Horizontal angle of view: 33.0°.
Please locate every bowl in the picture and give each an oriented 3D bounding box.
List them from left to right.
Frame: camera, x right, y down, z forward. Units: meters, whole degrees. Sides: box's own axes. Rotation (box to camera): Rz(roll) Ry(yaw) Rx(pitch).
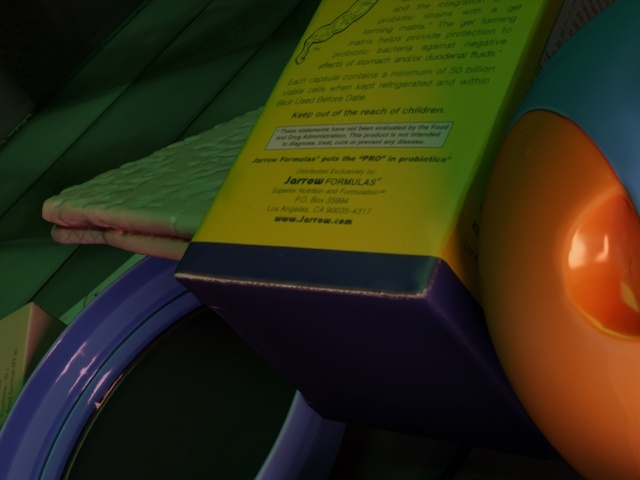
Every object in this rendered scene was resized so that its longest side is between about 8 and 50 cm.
[{"bbox_3d":[-0.138,0.164,0.921,0.391,0.077,0.391,-29,37,25],"label":"bowl"}]

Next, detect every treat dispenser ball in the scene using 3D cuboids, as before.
[{"bbox_3d":[0.220,0.006,0.514,0.288,0.288,0.288,-31,26,17],"label":"treat dispenser ball"}]

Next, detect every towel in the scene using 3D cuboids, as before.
[{"bbox_3d":[-0.039,-0.060,0.985,0.317,0.053,0.332,7,27,44],"label":"towel"}]

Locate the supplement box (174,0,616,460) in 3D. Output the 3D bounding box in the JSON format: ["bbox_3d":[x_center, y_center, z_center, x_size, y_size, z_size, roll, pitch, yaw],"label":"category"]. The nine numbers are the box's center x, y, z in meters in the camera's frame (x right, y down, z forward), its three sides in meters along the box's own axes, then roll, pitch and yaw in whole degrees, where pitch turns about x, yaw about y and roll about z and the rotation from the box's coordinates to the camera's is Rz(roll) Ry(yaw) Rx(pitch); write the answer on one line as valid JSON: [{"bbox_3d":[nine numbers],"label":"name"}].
[{"bbox_3d":[0.095,-0.064,0.739,0.195,0.194,0.357,3,56,39],"label":"supplement box"}]

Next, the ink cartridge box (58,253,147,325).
[{"bbox_3d":[-0.236,0.112,1.250,0.189,0.066,0.232,-39,21,0],"label":"ink cartridge box"}]

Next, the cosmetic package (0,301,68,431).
[{"bbox_3d":[-0.393,0.215,1.182,0.309,0.113,0.160,-29,42,20],"label":"cosmetic package"}]
